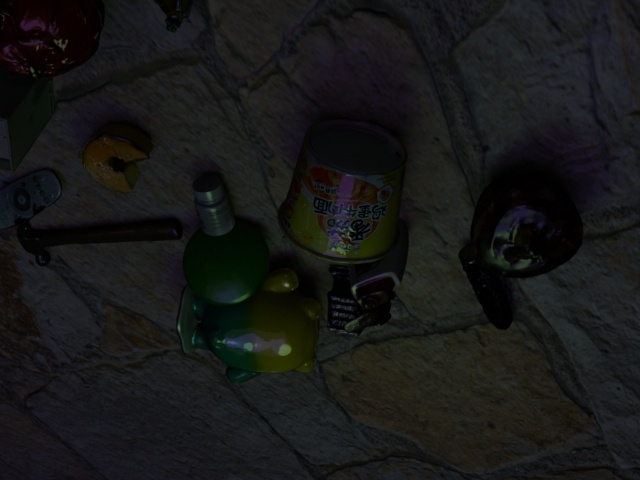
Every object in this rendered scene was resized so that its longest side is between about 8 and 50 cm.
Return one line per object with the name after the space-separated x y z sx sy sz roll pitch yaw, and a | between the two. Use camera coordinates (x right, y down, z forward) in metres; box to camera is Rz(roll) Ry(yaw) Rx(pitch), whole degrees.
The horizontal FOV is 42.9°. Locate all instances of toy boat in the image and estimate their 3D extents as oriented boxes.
-0.304 -0.480 1.436 0.089 0.088 0.229 -10 123 42 | toy boat

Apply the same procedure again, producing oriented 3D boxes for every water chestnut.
0.411 -0.024 1.639 0.224 0.238 0.223 6 124 9 | water chestnut

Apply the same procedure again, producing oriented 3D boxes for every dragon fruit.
-0.498 -0.419 1.456 0.234 0.233 0.293 18 143 -4 | dragon fruit

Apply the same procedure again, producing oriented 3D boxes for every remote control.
-0.712 -0.096 1.955 0.256 0.045 0.097 -20 99 27 | remote control

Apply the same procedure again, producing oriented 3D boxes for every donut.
-0.449 -0.189 1.789 0.146 0.078 0.181 26 141 -11 | donut

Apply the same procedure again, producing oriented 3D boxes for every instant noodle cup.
0.052 -0.107 1.632 0.265 0.264 0.200 12 128 1 | instant noodle cup

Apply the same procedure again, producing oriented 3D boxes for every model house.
0.090 0.158 1.952 0.166 0.152 0.106 8 142 8 | model house

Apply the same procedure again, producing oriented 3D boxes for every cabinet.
-0.657 -0.269 1.660 0.150 0.206 0.145 15 136 -1 | cabinet

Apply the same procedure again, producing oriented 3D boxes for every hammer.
-0.545 -0.012 2.010 0.440 0.044 0.168 -3 135 16 | hammer

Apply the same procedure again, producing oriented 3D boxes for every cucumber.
0.396 0.119 1.895 0.072 0.072 0.300 -12 131 24 | cucumber

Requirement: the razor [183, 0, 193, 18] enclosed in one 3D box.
-0.226 -0.479 1.471 0.066 0.033 0.190 22 136 -8 | razor

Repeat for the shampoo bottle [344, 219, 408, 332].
0.111 0.075 1.767 0.153 0.284 0.071 -15 127 24 | shampoo bottle

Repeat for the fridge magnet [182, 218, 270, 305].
-0.219 0.051 1.904 0.208 0.207 0.088 7 171 7 | fridge magnet

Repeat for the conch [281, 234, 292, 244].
-0.001 -0.007 1.877 0.180 0.088 0.065 -2 90 28 | conch

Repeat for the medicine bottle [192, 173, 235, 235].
-0.243 -0.080 1.840 0.080 0.080 0.130 1 134 13 | medicine bottle

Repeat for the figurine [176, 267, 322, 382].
-0.164 0.210 2.000 0.340 0.231 0.323 6 107 14 | figurine
